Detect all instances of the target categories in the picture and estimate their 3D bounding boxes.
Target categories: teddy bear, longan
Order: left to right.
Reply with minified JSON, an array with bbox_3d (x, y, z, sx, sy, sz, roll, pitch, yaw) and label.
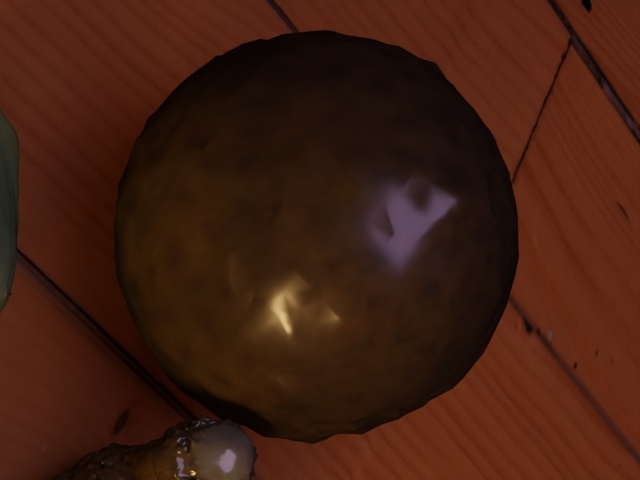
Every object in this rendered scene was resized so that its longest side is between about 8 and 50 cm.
[{"bbox_3d":[-0.153,0.301,1.050,0.267,0.156,0.256,-23,97,-7],"label":"teddy bear"},{"bbox_3d":[0.000,0.000,1.118,0.391,0.391,0.390,14,69,-43],"label":"longan"}]

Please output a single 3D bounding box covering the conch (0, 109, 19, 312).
[{"bbox_3d":[-0.316,-0.011,1.007,0.144,0.137,0.250,27,37,-9],"label":"conch"}]
